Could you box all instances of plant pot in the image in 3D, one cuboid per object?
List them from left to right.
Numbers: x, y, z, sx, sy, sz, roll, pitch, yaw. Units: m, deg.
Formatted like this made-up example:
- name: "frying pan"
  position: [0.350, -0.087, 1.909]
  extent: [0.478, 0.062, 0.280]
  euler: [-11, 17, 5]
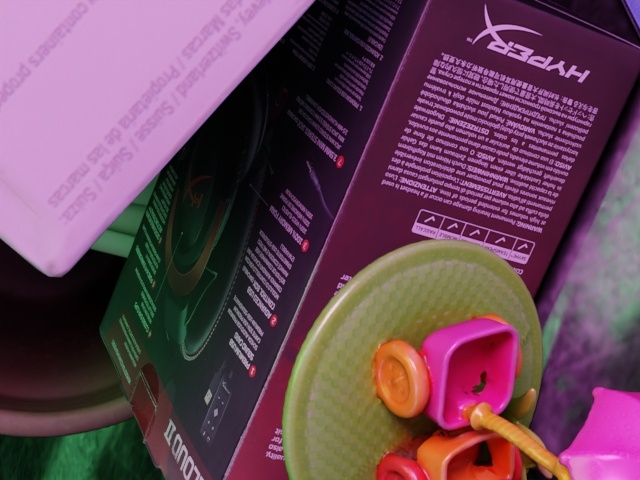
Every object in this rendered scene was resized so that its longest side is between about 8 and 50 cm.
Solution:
- name: "plant pot"
  position: [-0.172, -0.017, 0.922]
  extent: [0.229, 0.263, 0.263]
  euler: [168, 115, -79]

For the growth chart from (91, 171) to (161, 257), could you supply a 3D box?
- name: "growth chart"
  position: [-0.075, -0.095, 0.817]
  extent: [0.021, 0.172, 0.237]
  euler: [173, 116, -78]

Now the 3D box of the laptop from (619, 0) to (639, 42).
- name: "laptop"
  position: [0.156, -0.210, 0.412]
  extent: [0.236, 0.408, 0.382]
  euler: [-25, 48, 12]

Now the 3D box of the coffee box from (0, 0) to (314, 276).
- name: "coffee box"
  position: [-0.137, -0.248, 0.591]
  extent: [0.337, 0.338, 0.334]
  euler: [-48, 21, -3]

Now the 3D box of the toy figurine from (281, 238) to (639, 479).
- name: "toy figurine"
  position: [0.082, 0.102, 0.533]
  extent: [0.159, 0.130, 0.173]
  euler: [24, 120, 52]

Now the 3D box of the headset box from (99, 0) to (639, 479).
- name: "headset box"
  position: [0.000, 0.000, 0.697]
  extent: [0.293, 0.110, 0.218]
  euler: [-67, 26, 14]
